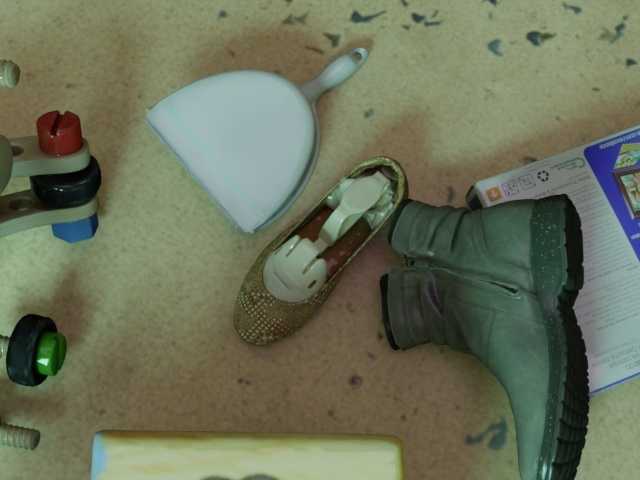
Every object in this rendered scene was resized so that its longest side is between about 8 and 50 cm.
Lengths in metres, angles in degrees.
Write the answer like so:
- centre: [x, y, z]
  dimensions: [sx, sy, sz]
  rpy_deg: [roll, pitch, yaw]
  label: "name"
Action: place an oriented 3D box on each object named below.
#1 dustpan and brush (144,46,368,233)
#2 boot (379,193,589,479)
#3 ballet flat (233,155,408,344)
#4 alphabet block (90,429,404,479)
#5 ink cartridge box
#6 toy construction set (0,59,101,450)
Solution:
- centre: [-0.034, -0.118, 0.880]
  dimensions: [0.211, 0.060, 0.147]
  rpy_deg: [-40, 87, -10]
  label: "dustpan and brush"
- centre: [0.129, 0.081, 0.788]
  dimensions: [0.161, 0.083, 0.246]
  rpy_deg: [-6, 71, 27]
  label: "boot"
- centre: [0.000, 0.000, 0.823]
  dimensions: [0.073, 0.067, 0.206]
  rpy_deg: [37, 72, 10]
  label: "ballet flat"
- centre: [-0.050, 0.238, 0.665]
  dimensions: [0.197, 0.193, 0.192]
  rpy_deg: [1, 71, -3]
  label: "alphabet block"
- centre: [0.263, 0.012, 0.845]
  dimensions: [0.206, 0.045, 0.208]
  rpy_deg: [-19, 71, -9]
  label: "ink cartridge box"
- centre: [-0.318, -0.025, 0.706]
  dimensions: [0.237, 0.308, 0.257]
  rpy_deg: [10, 61, 6]
  label: "toy construction set"
